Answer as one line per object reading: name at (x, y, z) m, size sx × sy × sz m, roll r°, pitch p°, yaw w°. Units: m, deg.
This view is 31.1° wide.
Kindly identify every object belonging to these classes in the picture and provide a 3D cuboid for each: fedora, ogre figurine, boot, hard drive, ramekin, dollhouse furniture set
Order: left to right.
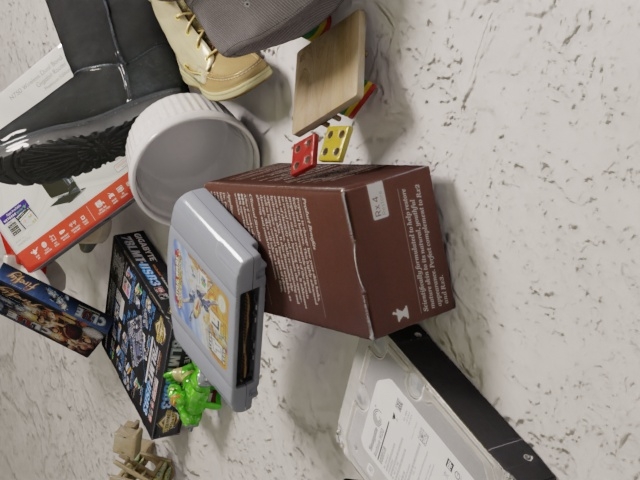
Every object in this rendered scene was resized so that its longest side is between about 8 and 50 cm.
boot at (-0.433, -0.343, 1.954) m, size 0.146 × 0.367 × 0.445 m, roll 86°, pitch 165°, yaw -69°
dollhouse furniture set at (-0.337, 0.418, 2.296) m, size 0.182 × 0.101 × 0.160 m, roll -57°, pitch -21°, yaw -67°
ramekin at (-0.208, -0.133, 1.807) m, size 0.109 × 0.207 × 0.207 m, roll -121°, pitch 35°, yaw -48°
ogre figurine at (-0.226, 0.252, 2.057) m, size 0.197 × 0.097 × 0.118 m, roll -51°, pitch 35°, yaw 27°
boot at (-0.179, -0.327, 1.742) m, size 0.262 × 0.095 × 0.203 m, roll 33°, pitch 150°, yaw 59°
fedora at (-0.070, -0.319, 1.473) m, size 0.124 × 0.275 × 0.244 m, roll 65°, pitch -170°, yaw 1°
hard drive at (0.142, 0.274, 1.458) m, size 0.339 × 0.064 × 0.236 m, roll 50°, pitch 138°, yaw 43°

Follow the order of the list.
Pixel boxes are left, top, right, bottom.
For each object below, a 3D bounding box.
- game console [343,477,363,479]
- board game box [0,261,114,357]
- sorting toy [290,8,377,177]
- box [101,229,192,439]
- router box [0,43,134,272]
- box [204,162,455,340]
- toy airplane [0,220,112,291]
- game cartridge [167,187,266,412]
game console at (0.072, 0.404, 1.610) m, size 0.071 × 0.107 × 0.122 m, roll -50°, pitch 51°, yaw 18°
board game box at (-0.552, 0.144, 2.324) m, size 0.165 × 0.243 × 0.042 m, roll -44°, pitch 21°, yaw 57°
sorting toy at (0.023, -0.202, 1.493) m, size 0.132 × 0.046 × 0.274 m, roll -27°, pitch 51°, yaw 45°
box at (-0.337, 0.183, 2.241) m, size 0.293 × 0.073 × 0.295 m, roll 49°, pitch 138°, yaw 41°
router box at (-0.493, -0.152, 2.135) m, size 0.335 × 0.082 × 0.301 m, roll -34°, pitch 91°, yaw 22°
box at (0.000, 0.000, 1.529) m, size 0.381 × 0.143 × 0.191 m, roll 10°, pitch 114°, yaw 60°
toy airplane at (-0.586, -0.067, 2.415) m, size 0.386 × 0.272 × 0.384 m, roll 49°, pitch 138°, yaw 15°
game cartridge at (-0.153, 0.083, 1.648) m, size 0.198 × 0.062 × 0.297 m, roll 40°, pitch 140°, yaw 36°
